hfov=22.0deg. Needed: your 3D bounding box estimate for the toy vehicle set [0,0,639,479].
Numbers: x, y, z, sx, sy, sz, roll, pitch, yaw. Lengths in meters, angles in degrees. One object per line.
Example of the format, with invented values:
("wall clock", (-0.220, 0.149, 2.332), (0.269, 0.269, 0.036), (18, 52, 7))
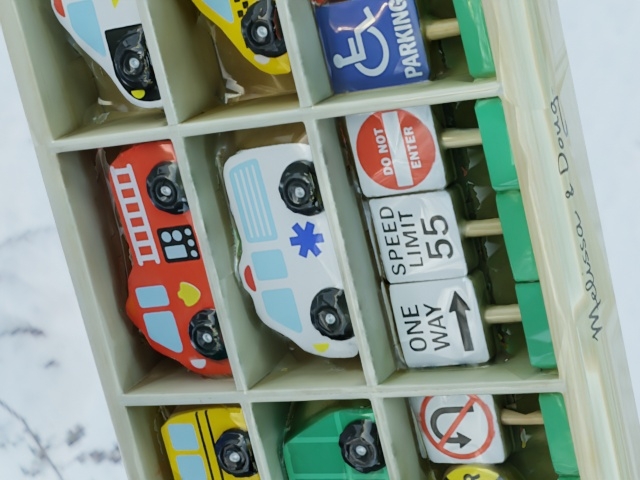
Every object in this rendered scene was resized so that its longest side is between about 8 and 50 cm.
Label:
("toy vehicle set", (0.000, 0.000, 0.494), (0.035, 0.166, 0.267), (-34, 114, -57))
